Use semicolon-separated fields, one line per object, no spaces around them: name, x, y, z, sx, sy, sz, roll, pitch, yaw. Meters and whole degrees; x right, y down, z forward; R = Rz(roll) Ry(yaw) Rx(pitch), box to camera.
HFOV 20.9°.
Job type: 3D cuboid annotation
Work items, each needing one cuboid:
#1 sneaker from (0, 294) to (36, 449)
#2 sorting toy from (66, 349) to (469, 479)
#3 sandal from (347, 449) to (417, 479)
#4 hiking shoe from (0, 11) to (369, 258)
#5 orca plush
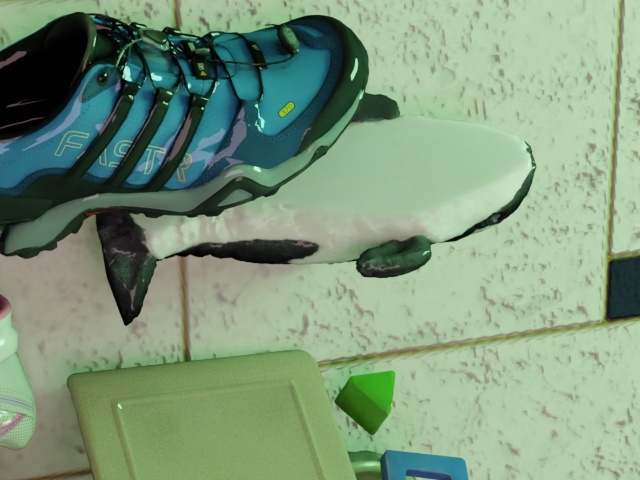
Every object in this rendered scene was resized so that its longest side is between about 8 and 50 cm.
sneaker;-0.281;0.141;1.083;0.252;0.103;0.111;-31;114;-9
sorting toy;-0.064;0.166;1.140;0.348;0.196;0.047;-4;146;-29
sandal;0.050;0.286;1.271;0.120;0.086;0.303;-20;113;-15
hiking shoe;-0.107;-0.082;1.053;0.304;0.113;0.132;-21;143;-16
orca plush;0.000;0.000;1.154;0.287;0.151;0.102;-24;145;-16
